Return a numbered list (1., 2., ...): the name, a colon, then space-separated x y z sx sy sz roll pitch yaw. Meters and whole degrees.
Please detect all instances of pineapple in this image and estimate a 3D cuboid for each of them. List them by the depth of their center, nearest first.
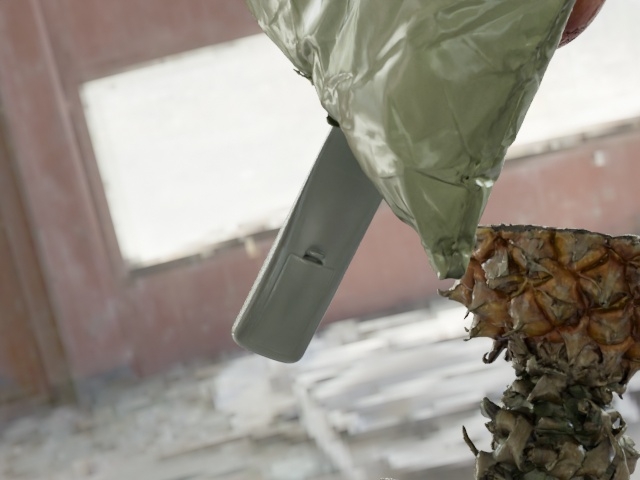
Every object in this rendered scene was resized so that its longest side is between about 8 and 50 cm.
1. pineapple: 0.201 0.138 1.603 0.262 0.272 0.262 10 -6 1

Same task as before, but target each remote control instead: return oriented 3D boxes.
1. remote control: 0.000 0.000 1.219 0.050 0.184 0.027 21 25 -12

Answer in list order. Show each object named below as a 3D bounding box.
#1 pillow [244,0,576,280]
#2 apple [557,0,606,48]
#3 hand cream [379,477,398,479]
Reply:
1. pillow: 0.042 -0.170 1.010 0.076 0.274 0.281 -1 39 -31
2. apple: 0.133 -0.197 1.337 0.146 0.146 0.146 -12 18 4
3. hand cream: 0.153 0.219 1.101 0.121 0.076 0.336 18 12 -30
